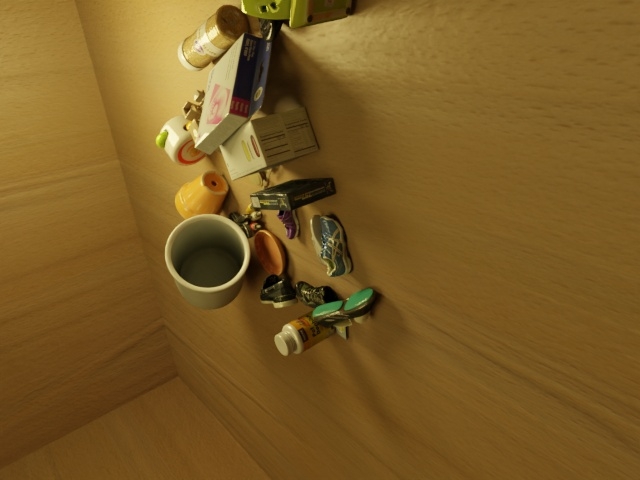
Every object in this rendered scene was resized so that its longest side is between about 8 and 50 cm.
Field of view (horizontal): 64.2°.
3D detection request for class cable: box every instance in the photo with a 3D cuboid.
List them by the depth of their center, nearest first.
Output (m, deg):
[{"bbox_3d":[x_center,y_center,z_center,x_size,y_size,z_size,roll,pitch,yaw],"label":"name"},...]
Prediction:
[{"bbox_3d":[-0.314,-0.072,2.139,0.287,0.072,0.139,169,93,-65],"label":"cable"}]

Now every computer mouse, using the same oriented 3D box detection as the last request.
[{"bbox_3d":[-0.139,-0.723,1.472,0.184,0.060,0.262,-32,71,61],"label":"computer mouse"}]

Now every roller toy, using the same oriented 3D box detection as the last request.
[{"bbox_3d":[-0.561,-0.419,2.150,0.146,0.209,0.191,52,180,21],"label":"roller toy"}]

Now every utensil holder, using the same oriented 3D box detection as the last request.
[{"bbox_3d":[-0.473,0.111,2.171,0.328,0.327,0.385,58,160,12],"label":"utensil holder"}]

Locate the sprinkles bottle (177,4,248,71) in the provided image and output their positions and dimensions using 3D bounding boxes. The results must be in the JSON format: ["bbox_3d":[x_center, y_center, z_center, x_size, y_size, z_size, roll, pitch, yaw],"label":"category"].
[{"bbox_3d":[-0.380,-0.696,1.775,0.355,0.121,0.121,-1,109,55],"label":"sprinkles bottle"}]

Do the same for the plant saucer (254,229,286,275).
[{"bbox_3d":[-0.199,0.048,2.062,0.200,0.037,0.200,32,134,41],"label":"plant saucer"}]

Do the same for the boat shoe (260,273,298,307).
[{"bbox_3d":[-0.176,0.190,2.009,0.340,0.127,0.113,-178,75,-77],"label":"boat shoe"}]

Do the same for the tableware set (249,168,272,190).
[{"bbox_3d":[-0.226,-0.274,1.898,0.128,0.039,0.194,47,150,8],"label":"tableware set"}]

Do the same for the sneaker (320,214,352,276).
[{"bbox_3d":[0.038,0.020,1.661,0.080,0.081,0.211,-10,100,58],"label":"sneaker"}]

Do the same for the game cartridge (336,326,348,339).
[{"bbox_3d":[0.078,0.315,1.852,0.056,0.017,0.083,30,133,48],"label":"game cartridge"}]

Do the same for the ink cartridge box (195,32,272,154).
[{"bbox_3d":[-0.275,-0.480,1.603,0.330,0.071,0.324,-27,50,48],"label":"ink cartridge box"}]

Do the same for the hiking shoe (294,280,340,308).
[{"bbox_3d":[0.002,0.194,1.838,0.227,0.086,0.114,33,127,28],"label":"hiking shoe"}]

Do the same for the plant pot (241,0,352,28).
[{"bbox_3d":[-0.041,-0.647,1.231,0.207,0.228,0.227,37,137,29],"label":"plant pot"}]

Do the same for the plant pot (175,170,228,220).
[{"bbox_3d":[-0.496,-0.197,2.211,0.188,0.205,0.205,-41,75,40],"label":"plant pot"}]

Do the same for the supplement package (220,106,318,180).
[{"bbox_3d":[-0.174,-0.308,1.645,0.262,0.204,0.145,-8,103,57],"label":"supplement package"}]

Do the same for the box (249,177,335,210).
[{"bbox_3d":[-0.092,-0.150,1.647,0.232,0.183,0.059,7,116,52],"label":"box"}]

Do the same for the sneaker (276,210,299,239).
[{"bbox_3d":[-0.126,-0.079,1.845,0.068,0.071,0.170,22,128,48],"label":"sneaker"}]

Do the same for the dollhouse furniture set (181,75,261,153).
[{"bbox_3d":[-0.317,-0.502,1.886,0.355,0.174,0.303,-46,54,25],"label":"dollhouse furniture set"}]

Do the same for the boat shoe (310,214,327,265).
[{"bbox_3d":[0.000,0.000,1.729,0.063,0.066,0.184,1,120,54],"label":"boat shoe"}]

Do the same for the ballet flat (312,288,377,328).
[{"bbox_3d":[0.098,0.232,1.691,0.280,0.095,0.096,-23,116,42],"label":"ballet flat"}]

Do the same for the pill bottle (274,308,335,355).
[{"bbox_3d":[-0.058,0.339,1.877,0.117,0.215,0.117,33,135,40],"label":"pill bottle"}]
